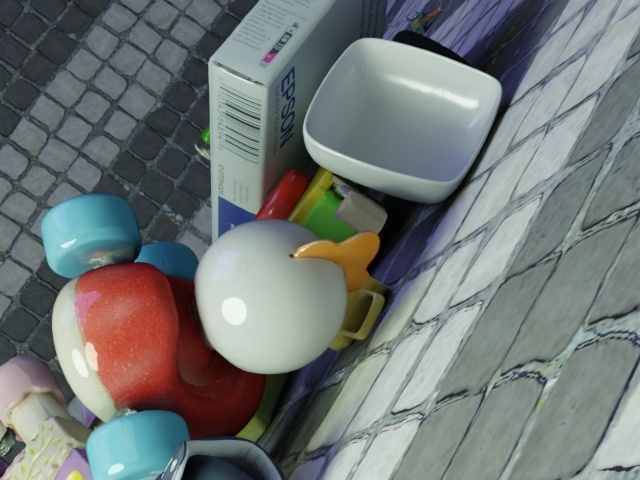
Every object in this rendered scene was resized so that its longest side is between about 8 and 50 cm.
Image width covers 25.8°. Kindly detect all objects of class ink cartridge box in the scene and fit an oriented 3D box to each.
[{"bbox_3d":[0.003,-0.164,1.377,0.330,0.071,0.324,-53,-17,-29],"label":"ink cartridge box"}]

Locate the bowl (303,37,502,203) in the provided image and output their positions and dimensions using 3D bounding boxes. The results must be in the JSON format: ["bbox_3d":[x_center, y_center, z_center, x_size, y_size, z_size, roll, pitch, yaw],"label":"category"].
[{"bbox_3d":[0.065,-0.092,1.141,0.053,0.142,0.142,96,-162,-51],"label":"bowl"}]

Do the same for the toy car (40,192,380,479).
[{"bbox_3d":[-0.055,0.060,1.035,0.238,0.219,0.210,-23,-27,13],"label":"toy car"}]

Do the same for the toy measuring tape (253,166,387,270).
[{"bbox_3d":[0.000,0.000,1.210,0.121,0.121,0.330,-55,6,4],"label":"toy measuring tape"}]

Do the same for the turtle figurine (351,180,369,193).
[{"bbox_3d":[-0.015,-0.055,1.621,0.234,0.118,0.175,-60,6,6],"label":"turtle figurine"}]

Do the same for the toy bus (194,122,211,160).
[{"bbox_3d":[-0.055,-0.119,1.845,0.104,0.191,0.202,-54,6,7],"label":"toy bus"}]

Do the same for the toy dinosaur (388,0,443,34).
[{"bbox_3d":[0.153,-0.327,2.145,0.090,0.047,0.082,-21,2,7],"label":"toy dinosaur"}]

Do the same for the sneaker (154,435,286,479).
[{"bbox_3d":[-0.102,0.230,0.858,0.153,0.099,0.282,-54,4,32],"label":"sneaker"}]

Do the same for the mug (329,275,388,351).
[{"bbox_3d":[0.013,0.052,1.099,0.064,0.062,0.078,-64,1,-4],"label":"mug"}]

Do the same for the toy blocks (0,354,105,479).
[{"bbox_3d":[-0.306,0.216,1.142,0.288,0.309,0.260,-54,48,4],"label":"toy blocks"}]

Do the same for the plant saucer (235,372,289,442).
[{"bbox_3d":[-0.085,0.164,1.293,0.188,0.045,0.188,-52,7,29],"label":"plant saucer"}]

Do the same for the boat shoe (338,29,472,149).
[{"bbox_3d":[0.066,-0.114,1.322,0.103,0.118,0.320,-61,-1,26],"label":"boat shoe"}]
